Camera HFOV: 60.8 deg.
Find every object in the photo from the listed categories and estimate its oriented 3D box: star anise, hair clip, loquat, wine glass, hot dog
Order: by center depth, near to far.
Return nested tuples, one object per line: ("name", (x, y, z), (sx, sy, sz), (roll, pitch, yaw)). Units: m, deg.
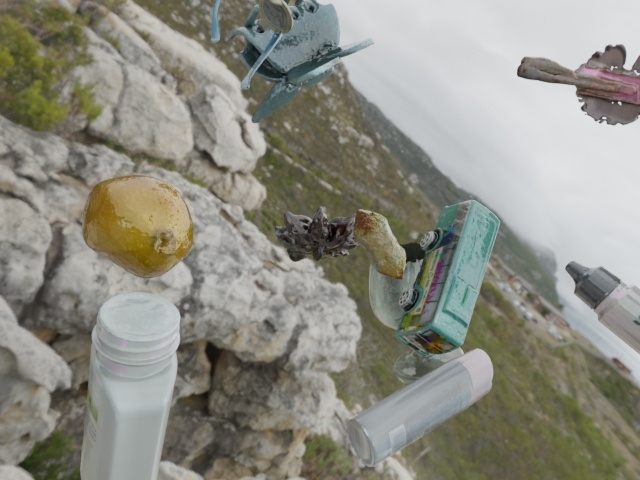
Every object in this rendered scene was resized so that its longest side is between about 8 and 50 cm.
("loquat", (-0.323, -0.030, 0.960), (0.234, 0.176, 0.187), (19, -35, 52))
("hot dog", (0.120, 0.005, 1.117), (0.168, 0.078, 0.061), (61, 14, -6))
("hair clip", (0.595, -0.362, 1.221), (0.301, 0.172, 0.069), (17, 20, 12))
("wine glass", (0.249, 0.176, 1.394), (0.238, 0.238, 0.322), (-83, 156, -75))
("star anise", (-0.001, 0.000, 1.434), (0.223, 0.236, 0.108), (4, 70, -20))
("hair clip", (-0.068, -0.541, 1.513), (0.238, 0.318, 0.392), (58, -26, -10))

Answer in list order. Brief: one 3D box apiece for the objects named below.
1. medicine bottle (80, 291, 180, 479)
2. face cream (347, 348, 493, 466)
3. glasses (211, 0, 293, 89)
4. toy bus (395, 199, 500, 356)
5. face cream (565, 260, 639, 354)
("medicine bottle", (-0.288, 0.237, 0.818), (0.124, 0.324, 0.179), (1, 30, -26))
("face cream", (0.175, 0.277, 0.913), (0.270, 0.107, 0.073), (-21, 39, -25))
("glasses", (-0.117, -0.403, 1.011), (0.189, 0.088, 0.220), (60, 32, -57))
("toy bus", (0.209, 0.058, 0.893), (0.091, 0.261, 0.109), (33, -27, -19))
("face cream", (0.553, 0.144, 0.934), (0.311, 0.092, 0.092), (44, 13, 25))
